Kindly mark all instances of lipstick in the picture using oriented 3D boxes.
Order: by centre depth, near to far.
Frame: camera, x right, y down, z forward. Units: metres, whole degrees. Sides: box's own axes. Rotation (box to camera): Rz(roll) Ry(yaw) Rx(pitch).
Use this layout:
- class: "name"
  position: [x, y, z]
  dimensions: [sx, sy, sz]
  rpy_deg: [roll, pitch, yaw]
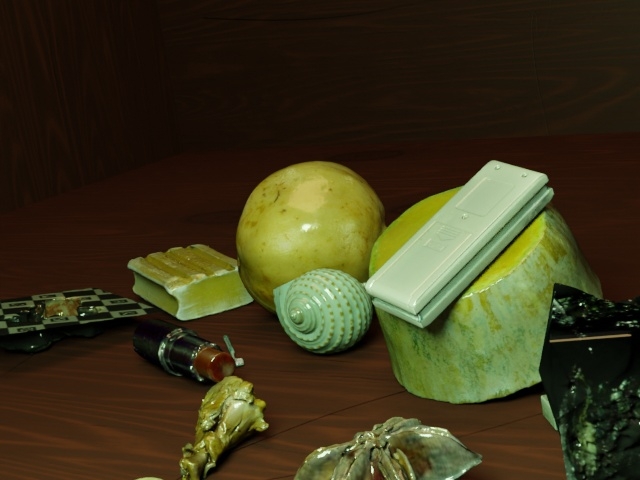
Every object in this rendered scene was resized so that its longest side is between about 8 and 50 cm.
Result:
- class: "lipstick"
  position: [0.316, 0.230, 1.634]
  dimensions: [0.030, 0.030, 0.129]
  rpy_deg: [-10, 13, -5]
- class: "lipstick"
  position: [-0.223, 0.183, 2.088]
  dimensions: [0.081, 0.081, 0.300]
  rpy_deg: [-16, 13, -27]

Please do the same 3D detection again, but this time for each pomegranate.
- class: "pomegranate"
  position: [-0.017, 0.007, 2.280]
  dimensions: [0.307, 0.307, 0.307]
  rpy_deg: [-9, 13, 2]

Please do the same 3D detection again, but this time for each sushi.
- class: "sushi"
  position: [0.359, 0.174, 1.405]
  dimensions: [0.212, 0.227, 0.215]
  rpy_deg: [-6, 14, 15]
- class: "sushi"
  position: [-0.510, 0.164, 2.437]
  dimensions: [0.320, 0.068, 0.339]
  rpy_deg: [-7, 10, -32]

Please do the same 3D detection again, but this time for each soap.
- class: "soap"
  position: [-0.259, 0.079, 2.546]
  dimensions: [0.173, 0.089, 0.274]
  rpy_deg: [-13, 14, -23]

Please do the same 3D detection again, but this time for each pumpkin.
- class: "pumpkin"
  position: [0.217, 0.060, 1.851]
  dimensions: [0.332, 0.199, 0.332]
  rpy_deg: [-26, 28, 15]

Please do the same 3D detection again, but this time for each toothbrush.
- class: "toothbrush"
  position: [-0.149, 0.187, 2.177]
  dimensions: [0.014, 0.011, 0.167]
  rpy_deg: [-6, 12, -11]

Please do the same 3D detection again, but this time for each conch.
- class: "conch"
  position: [0.015, 0.123, 2.091]
  dimensions: [0.200, 0.131, 0.172]
  rpy_deg: [16, -30, -42]

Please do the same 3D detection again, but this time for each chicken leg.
- class: "chicken leg"
  position: [-0.132, 0.255, 1.723]
  dimensions: [0.101, 0.085, 0.207]
  rpy_deg: [-18, 18, 24]

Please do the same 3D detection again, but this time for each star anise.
- class: "star anise"
  position: [0.080, 0.270, 1.513]
  dimensions: [0.229, 0.093, 0.236]
  rpy_deg: [-9, 8, 23]

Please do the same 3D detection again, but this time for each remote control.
- class: "remote control"
  position: [0.192, 0.002, 1.746]
  dimensions: [0.277, 0.055, 0.103]
  rpy_deg: [-43, 37, -20]

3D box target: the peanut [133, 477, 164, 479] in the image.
- class: "peanut"
  position: [-0.248, 0.325, 1.515]
  dimensions: [0.187, 0.082, 0.082]
  rpy_deg: [-10, 13, 3]
